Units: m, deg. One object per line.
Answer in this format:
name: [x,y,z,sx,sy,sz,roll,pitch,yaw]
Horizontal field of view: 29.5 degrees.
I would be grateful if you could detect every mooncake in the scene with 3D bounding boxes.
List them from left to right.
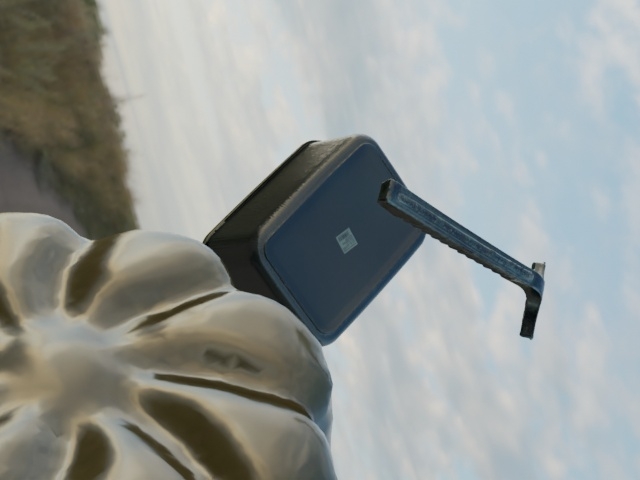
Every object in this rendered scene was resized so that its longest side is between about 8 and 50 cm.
mooncake: [-0.167,0.139,0.760,0.378,0.378,0.201,-115,-147,-48]

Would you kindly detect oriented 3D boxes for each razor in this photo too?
razor: [0.112,0.005,0.889,0.033,0.190,0.066,-12,-125,46]

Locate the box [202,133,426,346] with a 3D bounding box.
box: [0.000,0.000,1.165,0.090,0.201,0.144,-8,-59,55]
